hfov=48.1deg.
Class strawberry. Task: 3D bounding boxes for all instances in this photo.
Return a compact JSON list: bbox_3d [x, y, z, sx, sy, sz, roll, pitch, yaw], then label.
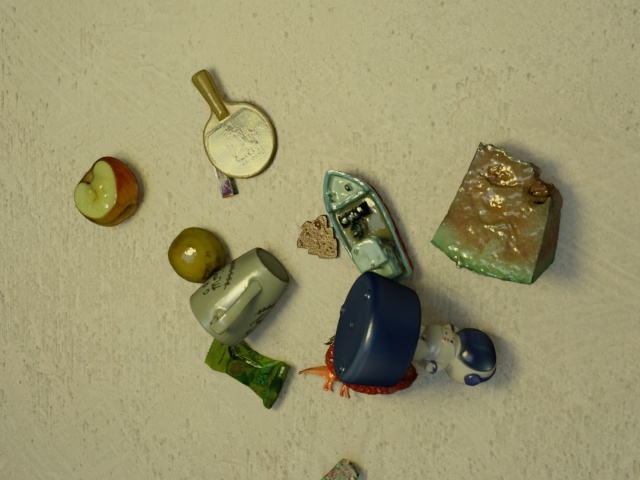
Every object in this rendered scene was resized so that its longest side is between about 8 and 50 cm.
[{"bbox_3d":[0.113,0.333,1.846,0.236,0.175,0.107,40,130,31],"label":"strawberry"}]

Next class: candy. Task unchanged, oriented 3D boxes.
[{"bbox_3d":[-0.208,0.352,2.018,0.246,0.069,0.149,28,111,11],"label":"candy"}]

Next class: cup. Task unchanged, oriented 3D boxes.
[{"bbox_3d":[-0.210,0.152,1.894,0.234,0.258,0.186,-43,100,14],"label":"cup"}]

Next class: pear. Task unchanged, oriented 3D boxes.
[{"bbox_3d":[-0.343,0.042,1.988,0.162,0.149,0.149,41,109,7],"label":"pear"}]

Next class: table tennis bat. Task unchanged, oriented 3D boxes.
[{"bbox_3d":[-0.247,-0.317,1.938,0.198,0.050,0.321,-31,92,9],"label":"table tennis bat"}]

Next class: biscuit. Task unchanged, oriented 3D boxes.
[{"bbox_3d":[0.000,0.000,1.914,0.130,0.019,0.119,48,110,10],"label":"biscuit"}]

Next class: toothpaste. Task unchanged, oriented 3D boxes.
[{"bbox_3d":[-0.280,-0.215,1.987,0.047,0.040,0.196,-16,90,20],"label":"toothpaste"}]

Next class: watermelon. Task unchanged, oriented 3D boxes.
[{"bbox_3d":[0.435,-0.045,1.686,0.264,0.151,0.302,23,87,20],"label":"watermelon"}]

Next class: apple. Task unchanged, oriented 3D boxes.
[{"bbox_3d":[-0.610,-0.140,2.059,0.173,0.160,0.195,44,102,3],"label":"apple"}]

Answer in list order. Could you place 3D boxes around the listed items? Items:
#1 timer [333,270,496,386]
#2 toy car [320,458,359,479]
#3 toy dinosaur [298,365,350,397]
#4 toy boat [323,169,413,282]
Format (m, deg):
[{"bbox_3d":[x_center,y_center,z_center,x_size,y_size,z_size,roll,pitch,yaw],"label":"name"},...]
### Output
[{"bbox_3d":[0.247,0.246,1.723,0.383,0.270,0.270,15,104,-12],"label":"timer"},{"bbox_3d":[0.055,0.647,1.960,0.069,0.055,0.142,44,124,12],"label":"toy car"},{"bbox_3d":[0.071,0.369,1.915,0.279,0.055,0.101,7,81,13],"label":"toy dinosaur"},{"bbox_3d":[0.105,-0.033,1.809,0.145,0.133,0.332,-29,86,23],"label":"toy boat"}]
